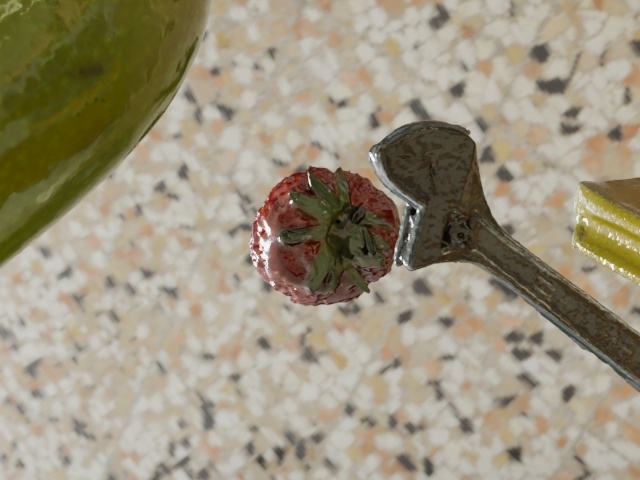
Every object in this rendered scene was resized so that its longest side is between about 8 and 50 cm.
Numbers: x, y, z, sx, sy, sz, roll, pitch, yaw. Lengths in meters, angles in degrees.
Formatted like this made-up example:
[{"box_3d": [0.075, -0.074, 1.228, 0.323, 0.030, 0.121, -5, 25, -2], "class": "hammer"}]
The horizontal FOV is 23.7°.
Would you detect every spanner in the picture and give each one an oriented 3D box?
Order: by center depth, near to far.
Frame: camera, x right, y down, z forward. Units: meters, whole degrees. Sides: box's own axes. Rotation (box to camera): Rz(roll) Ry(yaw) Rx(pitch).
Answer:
[{"box_3d": [0.141, 0.025, 0.988, 0.093, 0.325, 0.026, -57, 34, -4], "class": "spanner"}]

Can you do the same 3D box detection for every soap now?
[{"box_3d": [0.449, -0.004, 1.826, 0.315, 0.199, 0.091, -136, 43, -68], "class": "soap"}]

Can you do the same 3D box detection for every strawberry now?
[{"box_3d": [0.003, -0.006, 1.297, 0.131, 0.148, 0.131, -2, 104, -6], "class": "strawberry"}]

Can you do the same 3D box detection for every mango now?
[{"box_3d": [-0.158, -0.052, 0.613, 0.143, 0.293, 0.175, 44, 164, -20], "class": "mango"}]
